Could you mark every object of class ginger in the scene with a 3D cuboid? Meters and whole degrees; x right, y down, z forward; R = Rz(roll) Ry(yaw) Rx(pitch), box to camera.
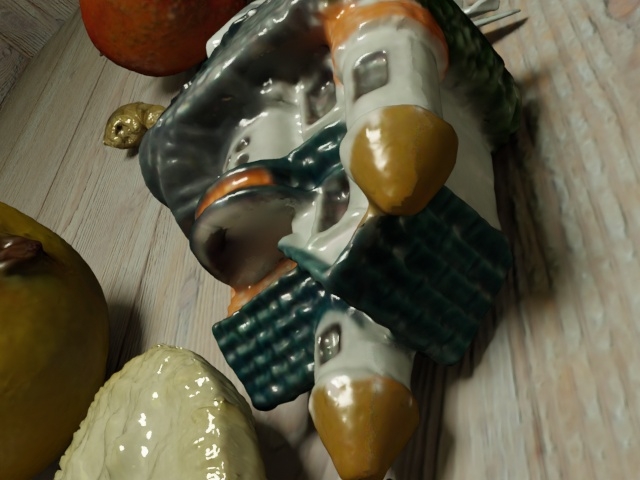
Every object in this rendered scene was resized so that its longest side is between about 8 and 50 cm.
[{"bbox_3d":[-0.302,-0.185,1.164,0.096,0.067,0.165,-42,25,-25],"label":"ginger"}]

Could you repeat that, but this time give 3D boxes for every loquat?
[{"bbox_3d":[-0.391,0.125,0.738,0.359,0.328,0.328,-52,28,28],"label":"loquat"}]

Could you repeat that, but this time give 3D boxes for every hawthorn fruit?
[{"bbox_3d":[-0.278,-0.400,1.174,0.330,0.287,0.287,-35,35,38],"label":"hawthorn fruit"}]

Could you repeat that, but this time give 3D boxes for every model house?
[{"bbox_3d":[0.000,0.000,0.464,0.271,0.190,0.301,-32,38,28],"label":"model house"}]

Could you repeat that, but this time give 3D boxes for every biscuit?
[{"bbox_3d":[-0.139,0.172,0.528,0.281,0.084,0.179,-39,43,37],"label":"biscuit"}]

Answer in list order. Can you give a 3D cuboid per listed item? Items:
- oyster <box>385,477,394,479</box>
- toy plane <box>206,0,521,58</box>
[{"bbox_3d":[0.017,0.198,0.396,0.132,0.029,0.086,-61,26,-7],"label":"oyster"},{"bbox_3d":[0.031,-0.162,0.602,0.255,0.101,0.251,-16,17,-21],"label":"toy plane"}]
